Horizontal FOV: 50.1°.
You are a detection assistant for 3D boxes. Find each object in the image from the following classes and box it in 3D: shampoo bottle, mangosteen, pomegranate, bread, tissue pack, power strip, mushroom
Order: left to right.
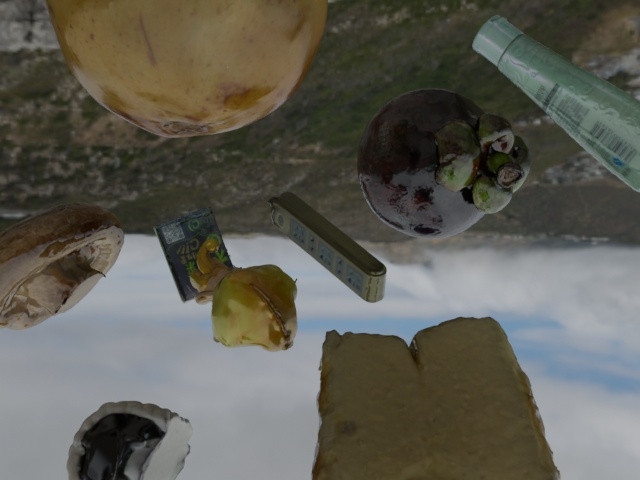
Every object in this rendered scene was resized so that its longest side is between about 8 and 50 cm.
[{"bbox_3d":[-0.440,0.046,1.093,0.278,0.146,0.278,-43,172,-7],"label":"mushroom"},{"bbox_3d":[-0.120,-0.226,0.617,0.265,0.264,0.264,1,-178,0],"label":"pomegranate"},{"bbox_3d":[-0.348,0.040,1.924,0.173,0.235,0.073,-22,177,-11],"label":"tissue pack"},{"bbox_3d":[0.000,0.000,1.500,0.066,0.092,0.387,-25,-134,-30],"label":"power strip"},{"bbox_3d":[0.128,0.344,0.831,0.280,0.371,0.390,0,-147,4],"label":"bread"},{"bbox_3d":[0.218,-0.143,1.283,0.311,0.311,0.311,1,-178,0],"label":"mangosteen"},{"bbox_3d":[0.208,-0.120,0.572,0.041,0.191,0.069,-40,161,-18],"label":"shampoo bottle"}]

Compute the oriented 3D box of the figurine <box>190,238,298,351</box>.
[{"bbox_3d":[-0.120,0.084,1.039,0.156,0.131,0.246,-40,-143,-23],"label":"figurine"}]

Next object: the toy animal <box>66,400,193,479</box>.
[{"bbox_3d":[-0.346,0.392,1.243,0.156,0.208,0.204,19,163,19],"label":"toy animal"}]
